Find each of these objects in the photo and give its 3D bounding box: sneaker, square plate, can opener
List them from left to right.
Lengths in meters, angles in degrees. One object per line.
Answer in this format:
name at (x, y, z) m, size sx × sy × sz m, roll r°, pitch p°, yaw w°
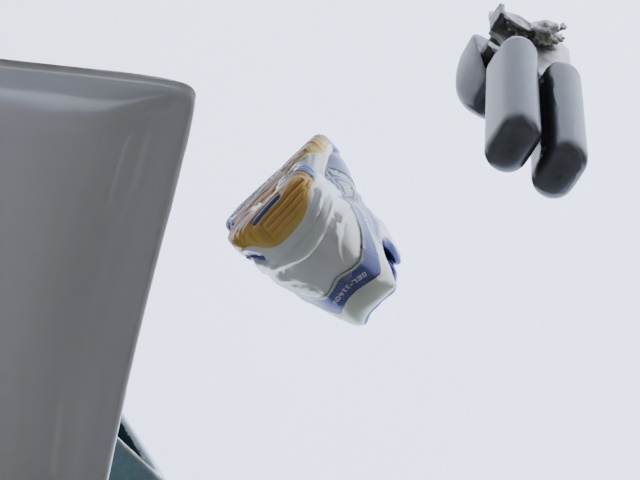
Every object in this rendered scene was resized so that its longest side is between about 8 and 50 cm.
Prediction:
square plate at (-0.280, 0.034, 1.032) m, size 0.049 × 0.347 × 0.344 m, roll -127°, pitch -131°, yaw -61°
sneaker at (0.000, 0.000, 1.364) m, size 0.131 × 0.296 × 0.112 m, roll 43°, pitch -79°, yaw -7°
can opener at (0.148, -0.100, 1.209) m, size 0.074 × 0.280 × 0.093 m, roll 27°, pitch -68°, yaw -8°

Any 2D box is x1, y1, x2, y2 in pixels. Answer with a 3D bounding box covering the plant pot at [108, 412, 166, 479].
plant pot at (-0.323, 0.183, 1.416) m, size 0.252 × 0.248 × 0.247 m, roll -46°, pitch -69°, yaw -4°
